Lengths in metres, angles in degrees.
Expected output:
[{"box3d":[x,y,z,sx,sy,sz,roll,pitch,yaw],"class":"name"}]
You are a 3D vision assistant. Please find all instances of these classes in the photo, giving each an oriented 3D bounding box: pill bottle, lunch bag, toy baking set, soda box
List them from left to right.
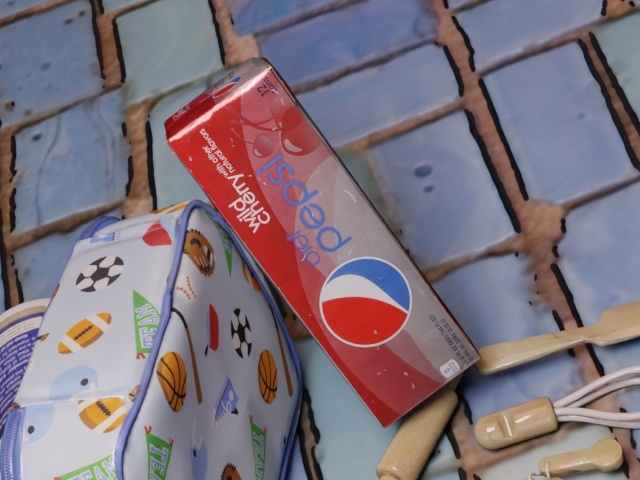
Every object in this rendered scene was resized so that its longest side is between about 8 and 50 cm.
[{"box3d":[-0.196,0.141,1.410,0.112,0.112,0.186,-26,41,1],"class":"pill bottle"},{"box3d":[-0.106,0.139,1.277,0.115,0.243,0.303,-9,39,21],"class":"lunch bag"},{"box3d":[0.000,0.000,1.316,0.092,0.263,0.083,-36,13,2],"class":"soda box"},{"box3d":[0.146,0.139,1.306,0.197,0.030,0.256,7,51,29],"class":"toy baking set"}]
